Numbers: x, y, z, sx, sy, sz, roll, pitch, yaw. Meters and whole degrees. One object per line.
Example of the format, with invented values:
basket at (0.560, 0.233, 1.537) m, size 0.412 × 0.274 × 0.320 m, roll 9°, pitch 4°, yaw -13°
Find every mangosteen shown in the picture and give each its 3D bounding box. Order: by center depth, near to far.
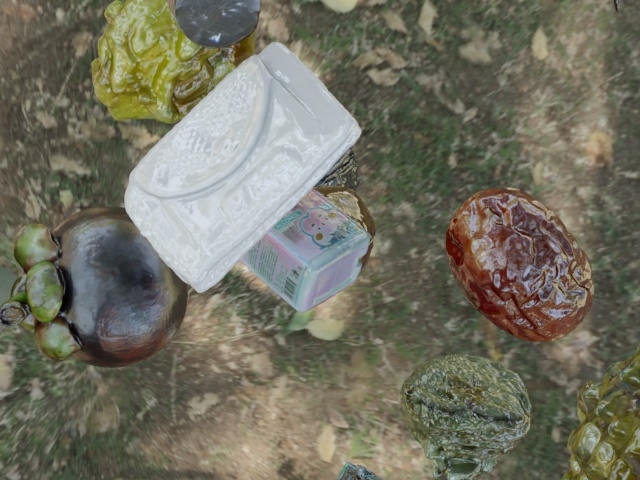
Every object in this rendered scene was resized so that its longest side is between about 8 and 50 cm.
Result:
mangosteen at (-0.379, 0.085, 1.781) m, size 0.311 × 0.311 × 0.311 m, roll 1°, pitch 83°, yaw -13°

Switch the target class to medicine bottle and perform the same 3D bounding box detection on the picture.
medicine bottle at (-0.043, -0.010, 1.307) m, size 0.188 × 0.094 × 0.119 m, roll 40°, pitch 47°, yaw 24°

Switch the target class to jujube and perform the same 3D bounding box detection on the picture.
jujube at (0.270, 0.037, 1.381) m, size 0.174 × 0.174 × 0.250 m, roll -57°, pitch 136°, yaw -12°

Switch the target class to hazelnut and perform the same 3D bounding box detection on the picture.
hazelnut at (0.007, -0.003, 1.568) m, size 0.170 × 0.201 × 0.161 m, roll -8°, pitch 77°, yaw 12°

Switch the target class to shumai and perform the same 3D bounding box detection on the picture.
shumai at (0.275, 0.359, 2.001) m, size 0.255 × 0.189 × 0.218 m, roll 9°, pitch 118°, yaw 6°

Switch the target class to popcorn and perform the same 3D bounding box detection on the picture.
popcorn at (-0.172, -0.213, 1.186) m, size 0.155 × 0.197 × 0.198 m, roll 38°, pitch 77°, yaw 4°

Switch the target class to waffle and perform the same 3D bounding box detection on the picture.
waffle at (0.245, 0.171, 0.792) m, size 0.054 × 0.204 × 0.224 m, roll 24°, pitch 58°, yaw -10°

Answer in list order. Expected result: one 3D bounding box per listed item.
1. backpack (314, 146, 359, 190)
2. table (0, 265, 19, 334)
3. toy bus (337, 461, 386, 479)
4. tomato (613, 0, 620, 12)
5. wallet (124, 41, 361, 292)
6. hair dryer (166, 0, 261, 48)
backpack at (-0.053, -0.106, 1.979) m, size 0.206 × 0.258 × 0.133 m, roll -44°, pitch 124°, yaw -49°
table at (-0.643, 0.073, 1.800) m, size 0.111 × 0.240 × 0.122 m, roll 19°, pitch 75°, yaw 21°
toy bus at (0.098, 0.413, 1.557) m, size 0.109 × 0.261 × 0.091 m, roll 28°, pitch 84°, yaw -17°
tomato at (0.159, -0.279, 0.615) m, size 0.255 × 0.256 × 0.224 m, roll -38°, pitch 74°, yaw -14°
wallet at (-0.066, -0.059, 0.779) m, size 0.183 × 0.032 × 0.124 m, roll -44°, pitch 64°, yaw 4°
hair dryer at (-0.178, -0.287, 0.729) m, size 0.284 × 0.320 × 0.156 m, roll 33°, pitch 111°, yaw -30°
